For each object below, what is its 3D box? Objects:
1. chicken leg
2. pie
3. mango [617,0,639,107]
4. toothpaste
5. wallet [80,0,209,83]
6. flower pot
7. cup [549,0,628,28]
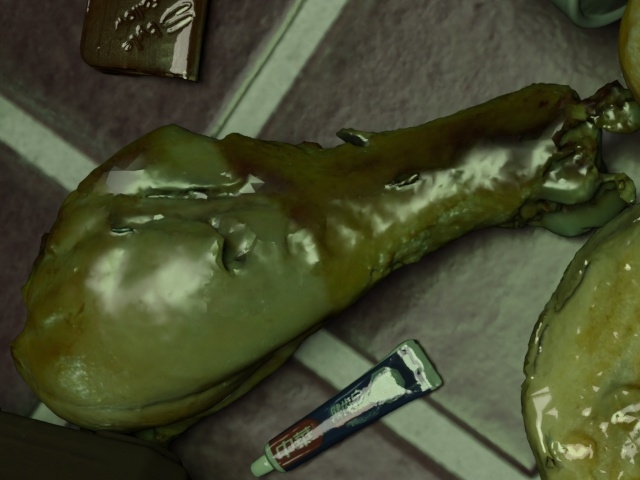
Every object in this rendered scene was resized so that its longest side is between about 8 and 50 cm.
[{"bbox_3d":[0.000,0.000,0.961,0.429,0.153,0.201,-19,92,6],"label":"chicken leg"},{"bbox_3d":[0.249,0.099,0.896,0.274,0.055,0.274,2,97,20],"label":"pie"},{"bbox_3d":[0.323,-0.119,0.851,0.316,0.146,0.192,-4,62,-3],"label":"mango"},{"bbox_3d":[0.012,0.115,0.996,0.140,0.021,0.037,-34,78,8],"label":"toothpaste"},{"bbox_3d":[-0.114,-0.201,1.063,0.095,0.026,0.176,9,86,19],"label":"wallet"},{"bbox_3d":[-0.176,0.170,0.983,0.251,0.179,0.084,12,60,18],"label":"flower pot"},{"bbox_3d":[0.113,-0.308,0.910,0.212,0.212,0.317,-46,74,7],"label":"cup"}]
